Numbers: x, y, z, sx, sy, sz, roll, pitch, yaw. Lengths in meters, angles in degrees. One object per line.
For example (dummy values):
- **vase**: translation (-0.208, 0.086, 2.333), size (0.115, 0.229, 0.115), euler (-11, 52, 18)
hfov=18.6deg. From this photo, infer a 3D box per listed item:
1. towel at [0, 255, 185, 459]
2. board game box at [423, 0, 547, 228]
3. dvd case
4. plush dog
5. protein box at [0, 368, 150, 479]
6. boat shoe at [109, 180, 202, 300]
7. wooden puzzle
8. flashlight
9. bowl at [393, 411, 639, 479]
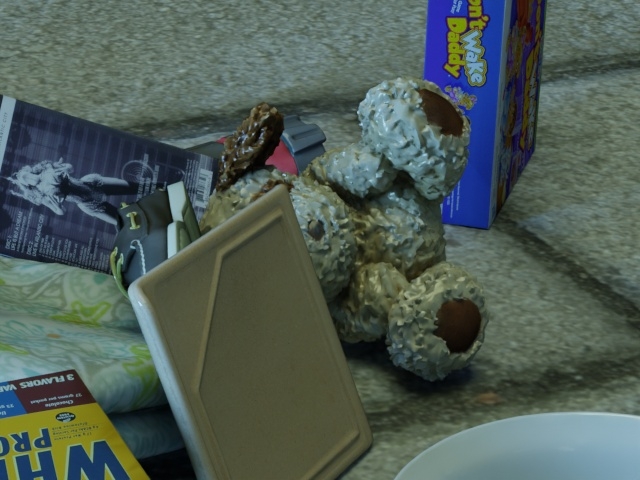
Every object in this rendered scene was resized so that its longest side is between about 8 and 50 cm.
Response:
- **towel**: translation (-0.235, 0.081, 1.488), size (0.320, 0.090, 0.374), euler (14, 10, 27)
- **board game box**: translation (0.169, -0.218, 1.966), size (0.078, 0.347, 0.233), euler (9, 26, 15)
- **dvd case**: translation (-0.205, -0.033, 1.758), size (0.221, 0.018, 0.165), euler (16, 57, -15)
- **plush dog**: translation (0.000, 0.000, 1.684), size (0.225, 0.262, 0.210), euler (1, -11, -25)
- **protein box**: translation (-0.178, 0.218, 1.168), size (0.136, 0.201, 0.200), euler (-9, 27, -22)
- **boat shoe**: translation (-0.128, 0.019, 1.529), size (0.068, 0.081, 0.228), euler (-16, 18, 1)
- **wooden puzzle**: translation (-0.052, 0.096, 1.442), size (0.044, 0.221, 0.238), euler (-11, 15, 30)
- **flashlight**: translation (-0.132, -0.037, 1.868), size (0.304, 0.103, 0.103), euler (-21, 66, -32)
- **bowl**: translation (0.182, 0.236, 1.230), size (0.297, 0.134, 0.298), euler (1, 24, -1)
